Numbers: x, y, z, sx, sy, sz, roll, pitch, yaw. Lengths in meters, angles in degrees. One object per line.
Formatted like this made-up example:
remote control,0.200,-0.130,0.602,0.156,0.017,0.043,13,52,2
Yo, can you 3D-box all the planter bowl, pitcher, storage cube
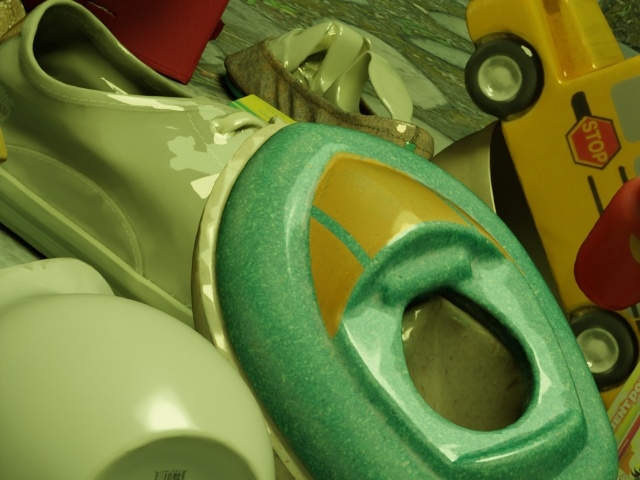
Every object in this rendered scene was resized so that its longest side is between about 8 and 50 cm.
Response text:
planter bowl,0.100,0.012,1.287,0.162,0.109,0.162,43,38,-46
pitcher,-0.125,0.078,0.789,0.177,0.126,0.207,-5,20,-27
storage cube,-0.154,-0.276,1.668,0.215,0.193,0.184,26,16,-10

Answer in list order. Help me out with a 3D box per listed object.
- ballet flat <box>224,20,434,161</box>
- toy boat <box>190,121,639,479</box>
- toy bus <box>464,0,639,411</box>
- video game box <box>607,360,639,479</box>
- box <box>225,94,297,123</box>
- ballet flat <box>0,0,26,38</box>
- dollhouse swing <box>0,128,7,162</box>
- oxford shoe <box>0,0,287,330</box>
ballet flat,0.014,-0.116,1.604,0.107,0.106,0.316,18,19,-33
toy boat,0.092,0.023,0.989,0.318,0.148,0.267,-24,71,-34
toy bus,0.202,-0.012,1.227,0.108,0.130,0.333,-20,91,-65
video game box,0.248,0.117,1.095,0.048,0.205,0.187,18,19,-43
box,0.000,0.000,1.223,0.179,0.105,0.043,32,24,13
ballet flat,-0.306,-0.185,1.370,0.206,0.073,0.067,24,39,1
dollhouse swing,-0.326,-0.196,0.945,0.315,0.347,0.305,-7,50,6
oxford shoe,-0.035,0.002,1.127,0.449,0.130,0.169,35,15,17
